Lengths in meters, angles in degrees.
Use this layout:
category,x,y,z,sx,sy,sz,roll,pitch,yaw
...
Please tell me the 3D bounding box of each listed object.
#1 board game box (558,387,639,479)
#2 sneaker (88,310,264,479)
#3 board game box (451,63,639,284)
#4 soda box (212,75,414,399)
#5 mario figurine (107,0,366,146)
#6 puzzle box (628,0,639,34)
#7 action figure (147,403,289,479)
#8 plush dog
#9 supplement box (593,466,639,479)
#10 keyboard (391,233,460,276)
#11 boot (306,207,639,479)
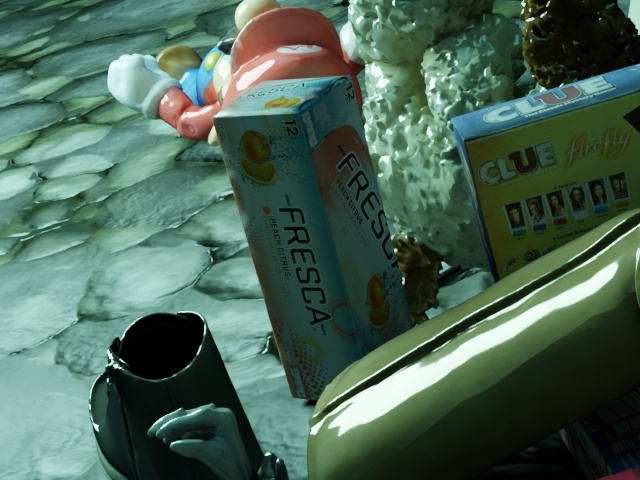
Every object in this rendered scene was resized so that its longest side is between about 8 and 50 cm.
category,x,y,z,sx,sy,sz,roll,pitch,yaw
board game box,0.218,0.076,0.791,0.193,0.045,0.147,-17,21,-1
sneaker,-0.083,0.079,0.906,0.083,0.118,0.222,-23,22,-16
board game box,0.206,-0.017,0.871,0.243,0.165,0.042,-15,21,1
soda box,0.000,0.000,0.952,0.063,0.183,0.058,1,27,34
mario figurine,-0.054,-0.158,1.400,0.198,0.170,0.320,-55,18,-3
puzzle box,0.450,-0.206,1.325,0.409,0.052,0.272,-9,22,18
action figure,-0.061,0.153,0.679,0.276,0.141,0.164,-12,10,17
plush dog,0.142,-0.052,0.988,0.225,0.262,0.210,-6,55,50
supplement box,0.210,0.124,0.640,0.239,0.073,0.130,-17,20,1
keyboard,0.105,-0.012,1.144,0.256,0.014,0.072,-29,24,-29
boot,0.105,0.061,0.727,0.269,0.089,0.236,-32,5,27
